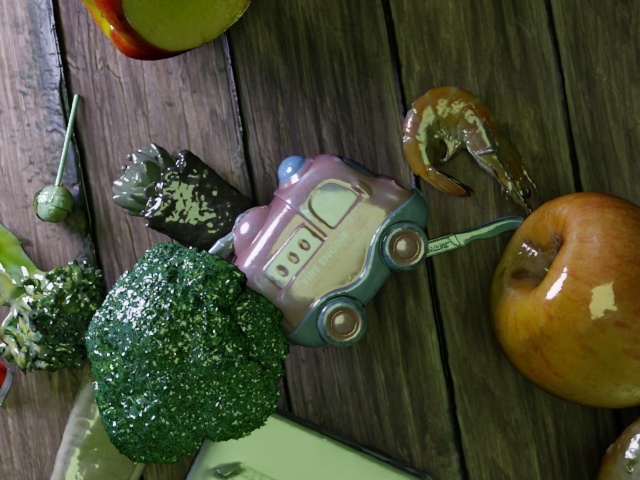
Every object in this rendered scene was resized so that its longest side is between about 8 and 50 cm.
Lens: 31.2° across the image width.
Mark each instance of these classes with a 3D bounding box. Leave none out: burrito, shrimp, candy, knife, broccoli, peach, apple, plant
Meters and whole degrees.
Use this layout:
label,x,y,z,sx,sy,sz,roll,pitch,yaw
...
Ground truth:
label,x,y,z,sx,sy,sz,roll,pitch,yaw
burrito,-0.314,0.289,1.701,0.143,0.105,0.299,22,89,-26
shrimp,0.231,-0.126,1.747,0.248,0.068,0.150,41,101,4
candy,-0.390,-0.125,1.736,0.061,0.061,0.202,10,81,-2
knife,0.215,-0.001,1.766,0.210,0.015,0.028,-16,96,-1
broccoli,-0.432,0.088,1.706,0.275,0.177,0.198,29,126,26
peach,-0.222,-0.408,1.644,0.274,0.248,0.245,-32,69,-14
apple,0.398,0.093,1.642,0.275,0.299,0.299,26,89,-16
plant,-0.208,-0.067,1.695,0.194,0.132,0.129,31,86,-6
broccoli,-0.182,0.162,1.575,0.307,0.275,0.308,-4,73,13

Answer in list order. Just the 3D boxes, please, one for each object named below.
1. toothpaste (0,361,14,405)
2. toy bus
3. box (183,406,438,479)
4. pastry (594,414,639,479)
label,x,y,z,sx,sy,sz,roll,pitch,yaw
toothpaste,-0.595,0.143,1.722,0.301,0.048,0.075,32,97,-2
toy bus,0.000,0.000,1.651,0.232,0.197,0.294,39,90,-11
box,-0.041,0.473,1.709,0.396,0.111,0.397,25,88,-2
pastry,0.530,0.320,1.651,0.329,0.329,0.136,-43,52,-2
